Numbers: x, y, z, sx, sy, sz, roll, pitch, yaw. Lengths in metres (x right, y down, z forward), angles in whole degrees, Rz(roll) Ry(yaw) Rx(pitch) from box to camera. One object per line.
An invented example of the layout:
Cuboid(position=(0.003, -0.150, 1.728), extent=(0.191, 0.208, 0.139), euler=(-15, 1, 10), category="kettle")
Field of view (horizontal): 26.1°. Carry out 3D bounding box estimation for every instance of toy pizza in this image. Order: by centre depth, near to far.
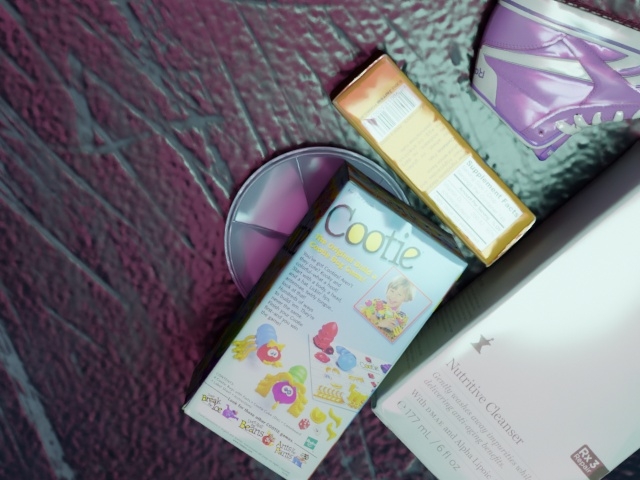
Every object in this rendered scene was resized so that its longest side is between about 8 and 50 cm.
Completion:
Cuboid(position=(0.000, 0.000, 1.447), extent=(0.201, 0.032, 0.201), euler=(0, 101, -1), category="toy pizza")

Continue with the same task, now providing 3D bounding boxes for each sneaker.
Cuboid(position=(0.290, -0.142, 1.389), extent=(0.282, 0.102, 0.161), euler=(21, 105, 6), category="sneaker")

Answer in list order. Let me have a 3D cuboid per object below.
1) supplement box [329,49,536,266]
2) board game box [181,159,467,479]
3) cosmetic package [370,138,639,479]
Cuboid(position=(0.114, -0.084, 1.406), extent=(0.080, 0.078, 0.233), euler=(-41, 100, 5), category="supplement box")
Cuboid(position=(0.003, 0.079, 1.373), extent=(0.144, 0.142, 0.275), euler=(35, 99, -7), category="board game box")
Cuboid(position=(0.262, 0.102, 1.406), extent=(0.385, 0.156, 0.217), euler=(-42, 97, 9), category="cosmetic package")
